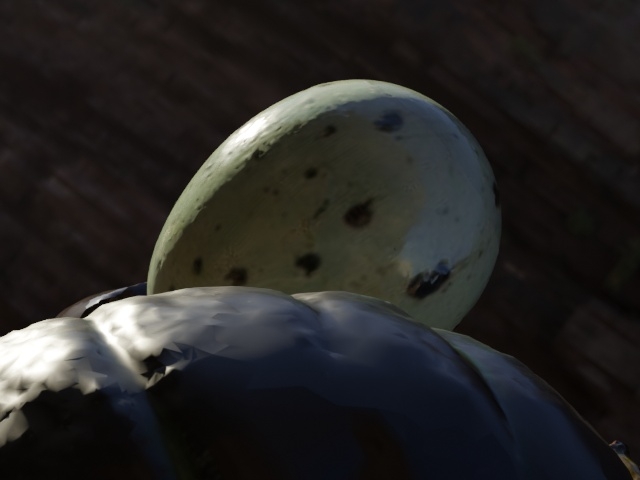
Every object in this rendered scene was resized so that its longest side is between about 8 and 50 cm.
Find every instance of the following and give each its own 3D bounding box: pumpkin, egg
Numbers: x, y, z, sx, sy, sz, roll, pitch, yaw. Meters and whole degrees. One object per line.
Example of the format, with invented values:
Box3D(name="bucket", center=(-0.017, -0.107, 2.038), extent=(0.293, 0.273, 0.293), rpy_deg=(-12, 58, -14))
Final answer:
Box3D(name="pumpkin", center=(-0.031, 0.126, 0.480), extent=(0.248, 0.248, 0.248), rpy_deg=(37, -8, 6))
Box3D(name="egg", center=(0.000, 0.000, 0.812), extent=(0.131, 0.164, 0.131), rpy_deg=(156, -90, -82))

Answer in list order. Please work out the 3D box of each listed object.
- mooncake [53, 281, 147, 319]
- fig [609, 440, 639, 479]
Box3D(name="mooncake", center=(-0.127, 0.149, 1.456), extent=(0.245, 0.245, 0.133), rpy_deg=(40, -27, -16))
Box3D(name="fig", center=(0.306, 0.276, 1.422), extent=(0.190, 0.190, 0.290), rpy_deg=(43, -17, -34))
